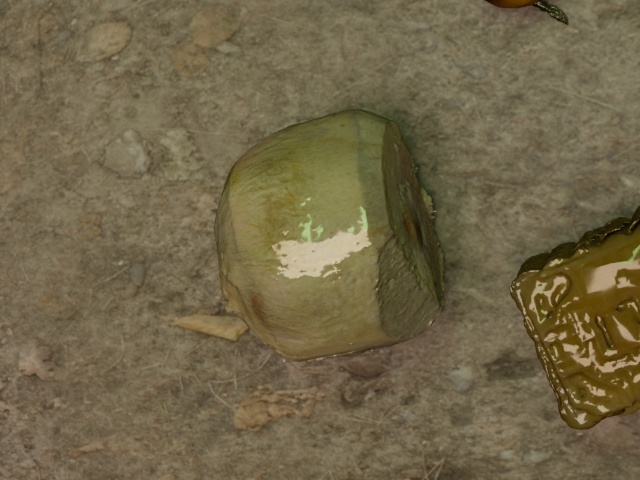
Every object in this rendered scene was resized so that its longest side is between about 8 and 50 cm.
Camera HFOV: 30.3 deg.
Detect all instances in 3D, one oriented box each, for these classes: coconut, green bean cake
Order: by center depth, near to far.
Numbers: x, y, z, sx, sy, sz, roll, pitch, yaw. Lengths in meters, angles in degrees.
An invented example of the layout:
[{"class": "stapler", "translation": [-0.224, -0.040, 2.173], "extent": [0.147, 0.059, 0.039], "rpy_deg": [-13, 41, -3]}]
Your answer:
[{"class": "green bean cake", "translation": [0.360, 0.093, 1.408], "extent": [0.224, 0.131, 0.230], "rpy_deg": [-23, 94, 22]}, {"class": "coconut", "translation": [0.000, 0.000, 1.441], "extent": [0.254, 0.297, 0.297], "rpy_deg": [-16, 96, 20]}]

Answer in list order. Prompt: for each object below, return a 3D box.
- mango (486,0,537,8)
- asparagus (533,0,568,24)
[{"class": "mango", "translation": [0.223, -0.379, 1.359], "extent": [0.145, 0.112, 0.219], "rpy_deg": [1, 100, 26]}, {"class": "asparagus", "translation": [0.248, -0.289, 1.424], "extent": [0.114, 0.014, 0.015], "rpy_deg": [27, 144, 14]}]
